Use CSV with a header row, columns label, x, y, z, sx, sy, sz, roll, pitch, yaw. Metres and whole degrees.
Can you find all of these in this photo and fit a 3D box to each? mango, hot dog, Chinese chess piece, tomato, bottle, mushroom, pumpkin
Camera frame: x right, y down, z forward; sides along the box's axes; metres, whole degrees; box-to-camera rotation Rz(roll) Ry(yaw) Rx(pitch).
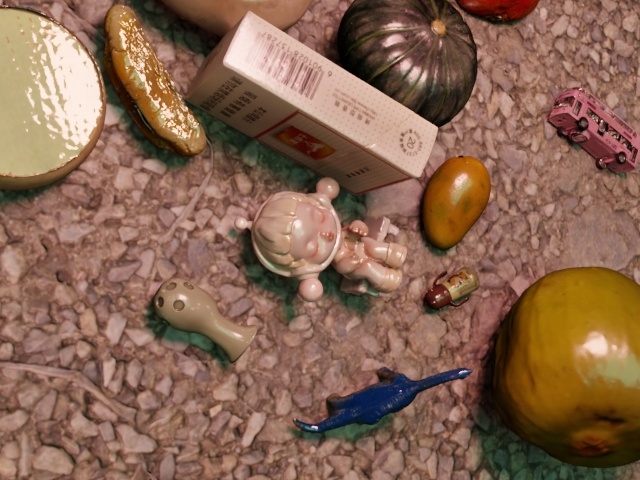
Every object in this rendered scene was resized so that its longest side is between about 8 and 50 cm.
label,x,y,z,sx,sy,sz,roll,pitch,yaw
mango,0.229,-0.069,1.340,0.111,0.089,0.163,39,80,-18
hot dog,-0.255,-0.224,1.140,0.073,0.084,0.242,-34,101,-24
Chinese chess piece,-0.418,-0.192,1.055,0.250,0.103,0.249,2,85,-25
tomato,0.338,-0.493,1.416,0.189,0.099,0.173,7,85,-22
bottle,0.226,0.087,1.347,0.101,0.063,0.047,-27,125,-21
mushroom,-0.107,-0.447,1.109,0.293,0.290,0.292,3,83,-22
pumpkin,0.132,-0.286,1.256,0.250,0.216,0.249,26,42,-27

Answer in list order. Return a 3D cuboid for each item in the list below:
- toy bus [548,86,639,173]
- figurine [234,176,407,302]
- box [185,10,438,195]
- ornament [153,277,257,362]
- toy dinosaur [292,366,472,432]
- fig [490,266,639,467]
label,x,y,z,sx,sy,sz,roll,pitch,yaw
toy bus,0.533,-0.211,1.501,0.203,0.063,0.090,32,71,-21
figurine,-0.002,-0.005,1.215,0.257,0.144,0.182,23,97,-23
box,-0.016,-0.190,1.173,0.330,0.210,0.095,26,76,-20
ornament,-0.175,0.113,1.156,0.156,0.075,0.081,35,29,-18
toy dinosaur,0.091,0.248,1.200,0.248,0.188,0.075,-17,85,-23
fig,0.444,0.194,1.299,0.343,0.343,0.343,2,85,-24
